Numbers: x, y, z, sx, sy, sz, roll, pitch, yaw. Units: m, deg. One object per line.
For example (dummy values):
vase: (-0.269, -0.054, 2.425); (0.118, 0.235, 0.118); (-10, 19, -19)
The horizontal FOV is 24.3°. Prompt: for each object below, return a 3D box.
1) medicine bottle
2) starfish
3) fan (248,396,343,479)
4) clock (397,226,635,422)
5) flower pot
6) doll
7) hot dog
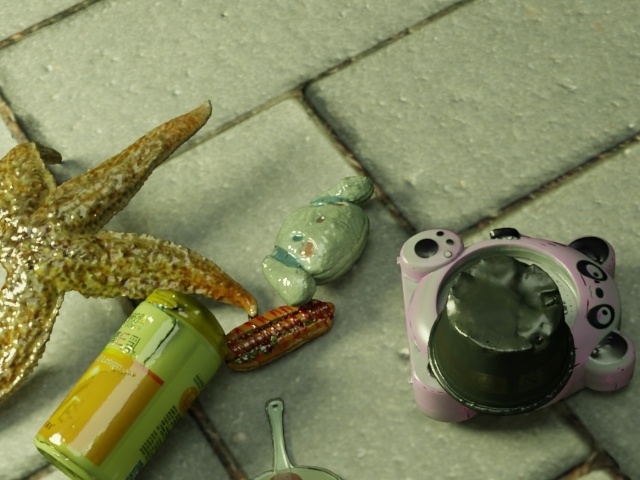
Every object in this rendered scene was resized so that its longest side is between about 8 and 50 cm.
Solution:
medicine bottle: (-0.202, 0.163, 1.640); (0.124, 0.124, 0.239); (26, 67, 26)
starfish: (-0.286, 0.013, 1.789); (0.384, 0.132, 0.398); (-12, 56, -5)
fan: (-0.040, 0.270, 1.616); (0.152, 0.008, 0.226); (-12, 53, 2)
clock: (0.216, 0.088, 1.663); (0.248, 0.090, 0.227); (-6, 53, 3)
flower pot: (0.190, 0.091, 1.544); (0.157, 0.107, 0.157); (-2, 57, 2)
doll: (0.000, 0.000, 1.773); (0.103, 0.071, 0.214); (8, 47, 30)
hot dog: (-0.049, 0.105, 1.723); (0.144, 0.038, 0.062); (-24, 53, -9)
